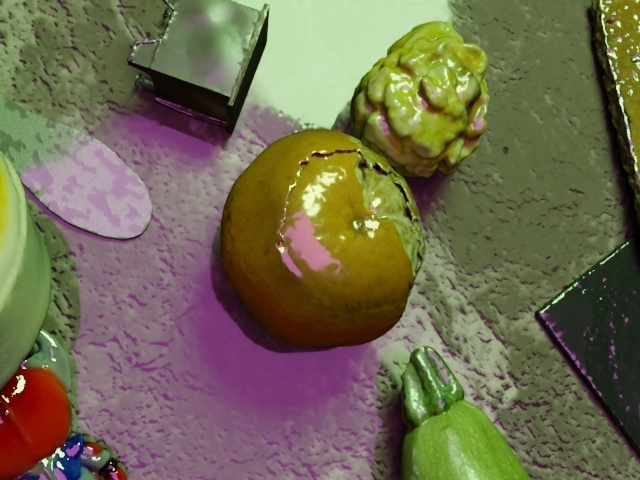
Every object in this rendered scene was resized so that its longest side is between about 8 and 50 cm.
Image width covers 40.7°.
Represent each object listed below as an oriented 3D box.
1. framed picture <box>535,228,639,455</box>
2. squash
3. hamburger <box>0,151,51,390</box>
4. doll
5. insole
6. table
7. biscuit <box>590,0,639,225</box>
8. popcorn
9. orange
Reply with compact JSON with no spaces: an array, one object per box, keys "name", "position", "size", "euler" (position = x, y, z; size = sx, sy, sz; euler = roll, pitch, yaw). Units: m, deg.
[{"name":"framed picture","position":[0.372,0.064,0.727],"size":[0.324,0.013,0.244],"euler":[-36,89,-14]},{"name":"squash","position":[0.093,0.147,0.636],"size":[0.105,0.105,0.132],"euler":[-12,65,-11]},{"name":"hamburger","position":[-0.302,0.047,0.507],"size":[0.295,0.151,0.227],"euler":[-44,53,-17]},{"name":"doll","position":[-0.205,0.131,0.593],"size":[0.104,0.062,0.194],"euler":[-34,95,-1]},{"name":"insole","position":[-0.211,-0.064,0.648],"size":[0.193,0.006,0.065],"euler":[31,78,-3]},{"name":"table","position":[-0.091,-0.141,0.650],"size":[0.082,0.070,0.083],"euler":[20,79,-2]},{"name":"biscuit","position":[0.309,-0.105,0.730],"size":[0.131,0.026,0.236],"euler":[-6,77,-11]},{"name":"popcorn","position":[0.080,-0.101,0.653],"size":[0.116,0.120,0.106],"euler":[-36,101,19]},{"name":"orange","position":[0.000,0.000,0.617],"size":[0.157,0.134,0.156],"euler":[5,81,-32]}]
